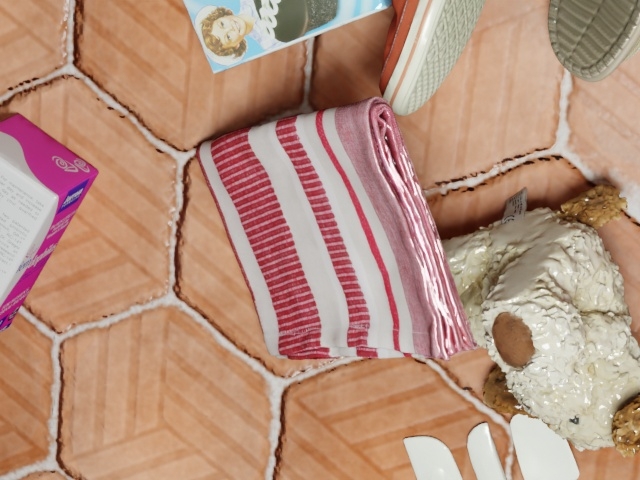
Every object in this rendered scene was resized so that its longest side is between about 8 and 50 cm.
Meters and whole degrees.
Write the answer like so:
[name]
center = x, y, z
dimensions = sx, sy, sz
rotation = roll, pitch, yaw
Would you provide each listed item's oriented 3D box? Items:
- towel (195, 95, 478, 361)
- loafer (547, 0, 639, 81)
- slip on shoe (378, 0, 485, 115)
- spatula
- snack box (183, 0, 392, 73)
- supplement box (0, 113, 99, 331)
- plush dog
[towel]
center = 0.000, 0.000, 1.535
dimensions = 0.329, 0.037, 0.237
rotation = -7, 106, 58
[loafer]
center = 0.287, -0.254, 1.442
dimensions = 0.102, 0.092, 0.268
rotation = 47, 133, 28
[slip on shoe]
center = 0.099, -0.276, 1.485
dimensions = 0.101, 0.123, 0.331
rotation = 17, 106, 22
[spatula]
center = 0.198, 0.292, 1.677
dimensions = 0.168, 0.019, 0.242
rotation = -17, 101, 20
[snack box]
center = -0.073, -0.338, 1.545
dimensions = 0.187, 0.060, 0.322
rotation = -19, 100, 22
[supplement box]
center = -0.340, -0.005, 1.702
dimensions = 0.114, 0.111, 0.220
rotation = 34, 113, 5
[plush dog]
center = 0.224, 0.090, 1.531
dimensions = 0.210, 0.262, 0.225
rotation = -32, 113, -20
